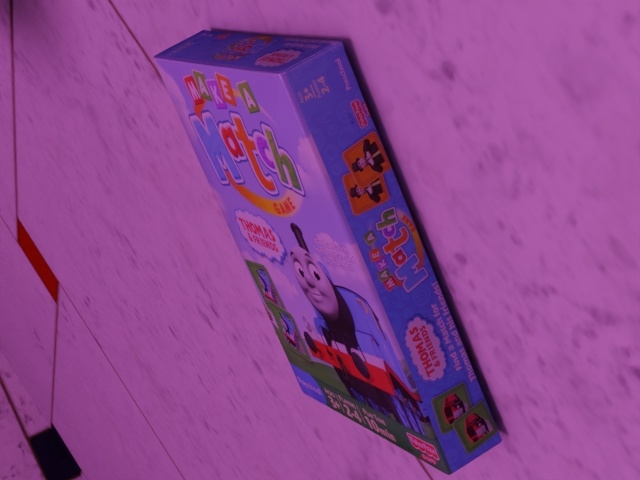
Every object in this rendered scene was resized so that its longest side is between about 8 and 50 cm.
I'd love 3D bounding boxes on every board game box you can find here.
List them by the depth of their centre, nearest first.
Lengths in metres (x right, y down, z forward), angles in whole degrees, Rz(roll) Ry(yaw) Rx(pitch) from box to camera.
[{"bbox_3d":[0.000,0.000,0.725,0.160,0.039,0.211,19,135,62],"label":"board game box"}]
